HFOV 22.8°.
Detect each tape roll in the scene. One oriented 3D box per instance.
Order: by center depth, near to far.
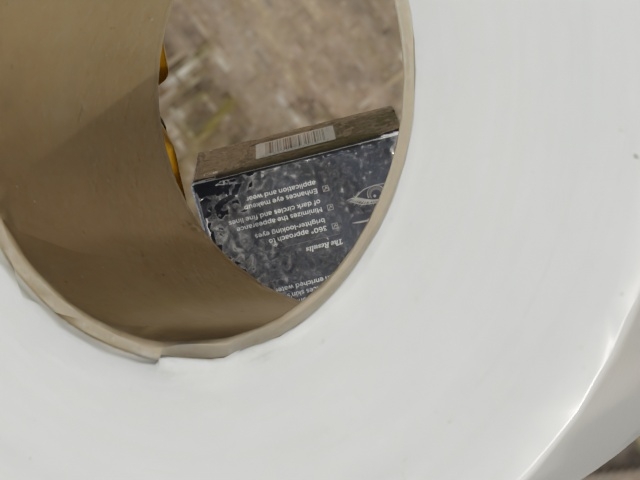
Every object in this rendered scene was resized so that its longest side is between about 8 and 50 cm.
[{"bbox_3d":[-0.018,-0.043,0.452,0.286,0.286,0.100,50,-155,18],"label":"tape roll"}]

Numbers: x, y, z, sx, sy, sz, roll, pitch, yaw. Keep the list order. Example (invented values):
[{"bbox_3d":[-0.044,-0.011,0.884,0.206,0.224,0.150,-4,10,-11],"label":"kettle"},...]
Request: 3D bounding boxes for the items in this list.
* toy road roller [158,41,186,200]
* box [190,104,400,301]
[{"bbox_3d":[-0.162,-0.029,0.906,0.240,0.203,0.329,60,171,16],"label":"toy road roller"},{"bbox_3d":[0.000,0.000,1.171,0.093,0.156,0.158,-97,-7,-73],"label":"box"}]
